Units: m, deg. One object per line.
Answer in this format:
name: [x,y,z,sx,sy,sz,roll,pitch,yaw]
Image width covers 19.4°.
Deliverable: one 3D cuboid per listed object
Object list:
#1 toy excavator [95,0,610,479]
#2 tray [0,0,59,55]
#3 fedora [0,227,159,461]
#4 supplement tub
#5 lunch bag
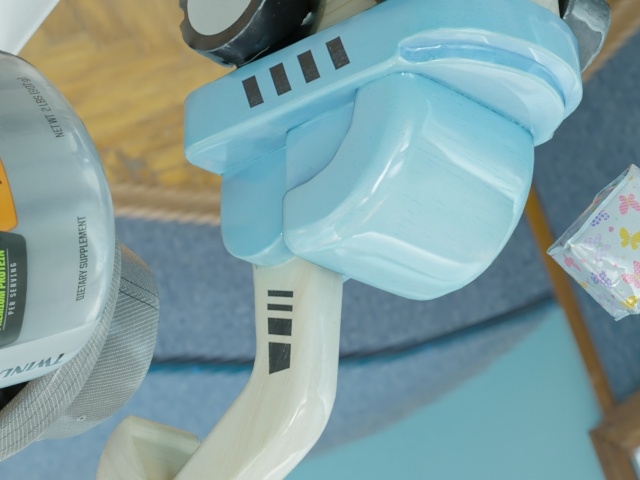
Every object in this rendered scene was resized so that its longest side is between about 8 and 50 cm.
toy excavator: [0.000,0.000,1.382,0.433,0.445,0.222,-21,148,38]
tray: [-0.184,-0.226,1.141,0.030,0.145,0.270,-42,-178,-40]
fedora: [-0.226,0.074,1.441,0.275,0.244,0.124,-31,142,28]
supplement tub: [-0.169,0.006,0.580,0.190,0.117,0.117,-15,157,-44]
lunch bag: [0.206,0.001,1.247,0.083,0.071,0.053,-47,-177,-14]
